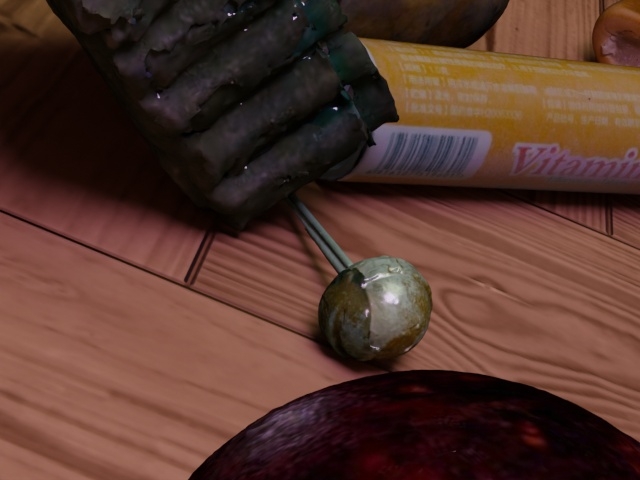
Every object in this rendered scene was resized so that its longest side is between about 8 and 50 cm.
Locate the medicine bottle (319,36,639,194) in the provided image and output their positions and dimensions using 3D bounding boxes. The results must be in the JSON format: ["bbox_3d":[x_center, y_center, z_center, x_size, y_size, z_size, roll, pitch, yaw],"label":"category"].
[{"bbox_3d":[0.188,-0.081,0.983,0.426,0.108,0.108,2,38,-32],"label":"medicine bottle"}]

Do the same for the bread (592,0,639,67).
[{"bbox_3d":[0.314,-0.190,1.268,0.093,0.074,0.239,29,31,21],"label":"bread"}]

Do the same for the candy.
[{"bbox_3d":[0.000,0.000,0.801,0.061,0.061,0.202,4,29,-30],"label":"candy"}]

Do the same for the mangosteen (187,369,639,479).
[{"bbox_3d":[0.016,0.166,0.423,0.265,0.228,0.228,-33,53,-8],"label":"mangosteen"}]

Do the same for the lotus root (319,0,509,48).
[{"bbox_3d":[0.030,-0.221,1.052,0.260,0.149,0.267,-10,39,-38],"label":"lotus root"}]

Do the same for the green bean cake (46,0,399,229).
[{"bbox_3d":[-0.089,-0.156,0.777,0.241,0.132,0.255,59,5,35],"label":"green bean cake"}]
